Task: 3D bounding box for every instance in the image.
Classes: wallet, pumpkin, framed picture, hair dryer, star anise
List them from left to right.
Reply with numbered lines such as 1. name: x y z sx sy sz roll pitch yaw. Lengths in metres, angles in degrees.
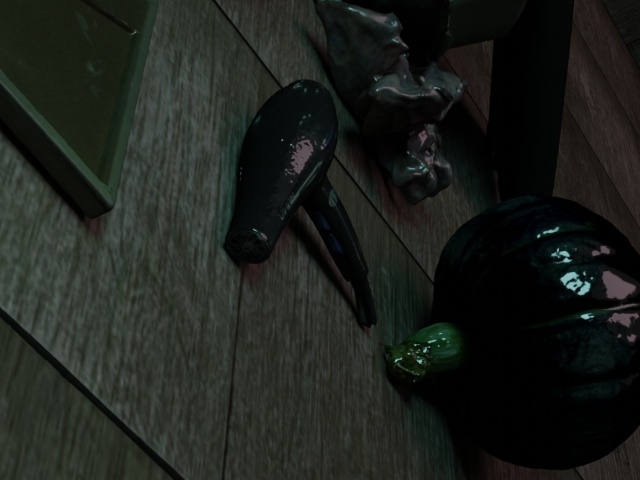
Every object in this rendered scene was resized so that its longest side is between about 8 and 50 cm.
1. framed picture: -0.217 -0.204 0.851 0.335 0.022 0.247 51 25 -33
2. hair dryer: 0.000 0.000 1.116 0.219 0.075 0.195 61 30 -33
3. star anise: 0.084 -0.141 1.384 0.257 0.110 0.198 38 34 -62
4. pumpkin: 0.167 0.084 1.238 0.248 0.248 0.248 50 26 -36
5. wallet: 0.238 -0.224 1.629 0.228 0.062 0.406 -99 -174 -49

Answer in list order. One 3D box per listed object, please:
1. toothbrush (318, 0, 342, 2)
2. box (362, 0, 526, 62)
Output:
1. toothbrush: -0.042 -0.306 1.384 0.204 0.022 0.017 51 22 -26
2. box: 0.120 -0.348 1.485 0.220 0.166 0.291 97 -14 -82
